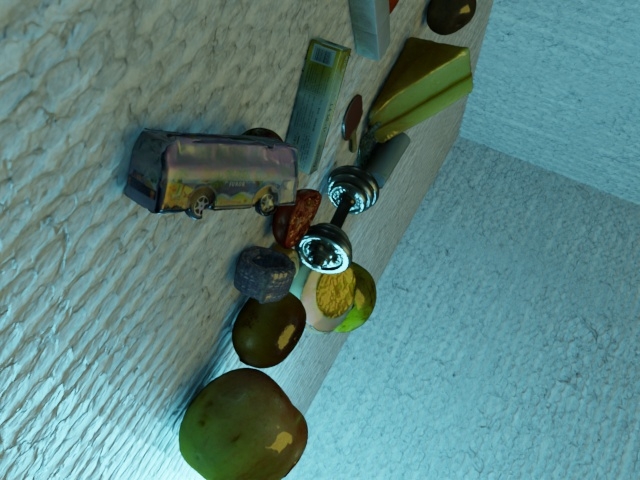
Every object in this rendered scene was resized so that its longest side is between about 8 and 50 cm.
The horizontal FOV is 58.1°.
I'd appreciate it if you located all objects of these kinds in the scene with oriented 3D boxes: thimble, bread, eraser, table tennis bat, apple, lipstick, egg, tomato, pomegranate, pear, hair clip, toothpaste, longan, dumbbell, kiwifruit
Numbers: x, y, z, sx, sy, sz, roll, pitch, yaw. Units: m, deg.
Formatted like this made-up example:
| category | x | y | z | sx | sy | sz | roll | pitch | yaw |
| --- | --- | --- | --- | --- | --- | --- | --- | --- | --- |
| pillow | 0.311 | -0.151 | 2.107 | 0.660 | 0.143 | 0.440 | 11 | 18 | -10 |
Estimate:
| category | x | y | z | sx | sy | sz | roll | pitch | yaw |
| --- | --- | --- | --- | --- | --- | --- | --- | --- | --- |
| thimble | -0.142 | 0.087 | 1.468 | 0.150 | 0.150 | 0.098 | -34 | 146 | -62 |
| bread | -0.122 | 0.077 | 1.674 | 0.122 | 0.073 | 0.149 | -51 | 158 | -27 |
| eraser | 0.222 | -0.285 | 2.127 | 0.174 | 0.081 | 0.227 | -16 | -143 | 54 |
| table tennis bat | 0.105 | -0.364 | 1.839 | 0.131 | 0.022 | 0.234 | -59 | 162 | -24 |
| bread | 0.341 | -0.488 | 2.017 | 0.362 | 0.244 | 0.233 | -59 | 152 | -12 |
| apple | -0.212 | 0.525 | 1.565 | 0.305 | 0.338 | 0.339 | -42 | 156 | -22 |
| lipstick | 0.122 | -0.592 | 1.434 | 0.080 | 0.076 | 0.371 | -63 | 165 | -11 |
| egg | -0.014 | 0.162 | 1.978 | 0.264 | 0.174 | 0.287 | -8 | 109 | -43 |
| tomato | -0.073 | -0.072 | 1.572 | 0.174 | 0.082 | 0.167 | -32 | 143 | -59 |
| pomegranate | -0.127 | -0.165 | 1.175 | 0.130 | 0.130 | 0.130 | -57 | 163 | -28 |
| pear | 0.080 | 0.207 | 2.201 | 0.284 | 0.283 | 0.284 | -57 | 163 | -28 |
| hair clip | 0.169 | -0.343 | 2.019 | 0.066 | 0.036 | 0.229 | -26 | 158 | -25 |
| toothpaste | -0.014 | -0.316 | 1.386 | 0.071 | 0.089 | 0.313 | -47 | 157 | -62 |
| longan | 0.466 | -0.829 | 2.066 | 0.187 | 0.167 | 0.167 | -54 | 166 | 8 |
| dumbbell | 0.057 | -0.067 | 1.759 | 0.179 | 0.179 | 0.406 | 96 | 16 | -50 |
| kiwifruit | -0.148 | 0.248 | 1.616 | 0.234 | 0.195 | 0.196 | -54 | 162 | -21 |

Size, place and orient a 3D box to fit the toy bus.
| category | x | y | z | sx | sy | sz | roll | pitch | yaw |
| --- | --- | --- | --- | --- | --- | --- | --- | --- | --- |
| toy bus | -0.168 | -0.117 | 0.991 | 0.316 | 0.112 | 0.138 | -10 | 120 | -50 |

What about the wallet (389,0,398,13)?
| category | x | y | z | sx | sy | sz | roll | pitch | yaw |
| --- | --- | --- | --- | --- | --- | --- | --- | --- | --- |
| wallet | 0.189 | -0.712 | 1.531 | 0.142 | 0.045 | 0.204 | -64 | 166 | -12 |
